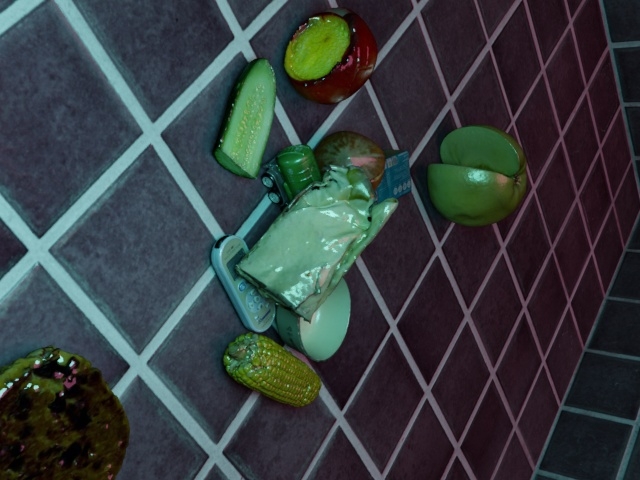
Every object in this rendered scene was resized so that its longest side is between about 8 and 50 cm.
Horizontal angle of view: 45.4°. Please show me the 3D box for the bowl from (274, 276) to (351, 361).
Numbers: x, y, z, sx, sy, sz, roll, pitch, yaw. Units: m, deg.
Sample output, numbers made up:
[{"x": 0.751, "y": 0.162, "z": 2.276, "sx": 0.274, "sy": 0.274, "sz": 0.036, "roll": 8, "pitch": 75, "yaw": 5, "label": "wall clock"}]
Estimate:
[{"x": -0.029, "y": 0.161, "z": 1.736, "sx": 0.211, "sy": 0.112, "sz": 0.211, "roll": -13, "pitch": 106, "yaw": -52, "label": "bowl"}]

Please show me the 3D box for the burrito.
[{"x": 0.003, "y": 0.002, "z": 1.588, "sx": 0.332, "sy": 0.190, "sz": 0.135, "roll": -49, "pitch": 159, "yaw": -9, "label": "burrito"}]

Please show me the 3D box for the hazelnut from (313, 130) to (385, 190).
[{"x": 0.058, "y": -0.177, "z": 1.767, "sx": 0.182, "sy": 0.182, "sz": 0.182, "roll": -9, "pitch": 101, "yaw": -50, "label": "hazelnut"}]

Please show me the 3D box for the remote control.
[{"x": -0.163, "y": 0.093, "z": 1.617, "sx": 0.087, "sy": 0.047, "sz": 0.244, "roll": -46, "pitch": 128, "yaw": -34, "label": "remote control"}]

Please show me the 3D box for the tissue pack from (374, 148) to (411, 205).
[{"x": 0.156, "y": -0.158, "z": 1.950, "sx": 0.169, "sy": 0.082, "sz": 0.120, "roll": -28, "pitch": 117, "yaw": -46, "label": "tissue pack"}]

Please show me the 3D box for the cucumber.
[{"x": -0.153, "y": -0.258, "z": 1.570, "sx": 0.115, "sy": 0.063, "sz": 0.244, "roll": 31, "pitch": 71, "yaw": -42, "label": "cucumber"}]

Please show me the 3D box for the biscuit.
[{"x": -0.457, "y": 0.336, "z": 1.260, "sx": 0.289, "sy": 0.081, "sz": 0.334, "roll": -42, "pitch": 130, "yaw": -40, "label": "biscuit"}]

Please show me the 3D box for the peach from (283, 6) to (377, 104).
[{"x": 0.020, "y": -0.402, "z": 1.672, "sx": 0.190, "sy": 0.196, "sz": 0.226, "roll": 54, "pitch": 44, "yaw": 2, "label": "peach"}]

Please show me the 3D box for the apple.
[{"x": 0.449, "y": -0.184, "z": 2.177, "sx": 0.292, "sy": 0.254, "sz": 0.292, "roll": -18, "pitch": 113, "yaw": -51, "label": "apple"}]

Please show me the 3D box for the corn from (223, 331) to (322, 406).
[{"x": -0.098, "y": 0.287, "z": 1.666, "sx": 0.322, "sy": 0.119, "sz": 0.119, "roll": 37, "pitch": 66, "yaw": -47, "label": "corn"}]

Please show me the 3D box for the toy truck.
[{"x": -0.036, "y": -0.099, "z": 1.688, "sx": 0.101, "sy": 0.125, "sz": 0.242, "roll": -48, "pitch": 130, "yaw": -37, "label": "toy truck"}]
